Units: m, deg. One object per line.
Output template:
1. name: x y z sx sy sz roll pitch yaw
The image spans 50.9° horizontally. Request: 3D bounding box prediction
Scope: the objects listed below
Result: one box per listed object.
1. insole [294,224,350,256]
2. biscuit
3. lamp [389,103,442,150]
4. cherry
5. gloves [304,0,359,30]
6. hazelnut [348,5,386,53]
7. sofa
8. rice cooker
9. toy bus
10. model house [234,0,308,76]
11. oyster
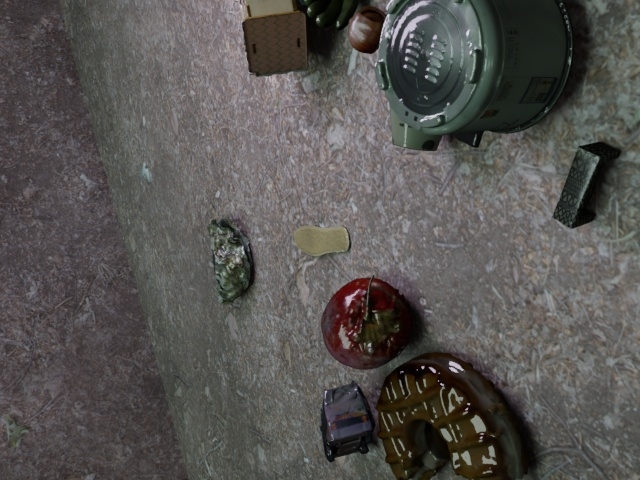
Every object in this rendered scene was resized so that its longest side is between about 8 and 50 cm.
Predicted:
1. insole: 0.000 0.000 1.653 0.248 0.011 0.081 -4 98 58
2. biscuit: 0.233 0.356 1.312 0.366 0.115 0.268 -32 74 56
3. lamp: 0.180 -0.266 1.164 0.121 0.121 0.214 31 117 50
4. cherry: 0.084 0.174 1.426 0.250 0.175 0.192 -13 80 60
5. gloves: 0.021 -0.532 1.333 0.135 0.107 0.268 -25 62 50
6. hazelnut: 0.092 -0.403 1.290 0.086 0.086 0.086 28 124 51
7. sofa: 0.380 -0.079 0.962 0.039 0.060 0.117 38 131 38
8. rice cooker: 0.225 -0.272 0.978 0.241 0.227 0.280 36 129 45
9. toy bus: 0.051 0.428 1.560 0.317 0.113 0.137 98 159 -65
10. model house: -0.095 -0.479 1.433 0.326 0.169 0.244 -168 71 -82
11. oyster: -0.286 0.064 2.045 0.198 0.112 0.267 -14 92 59
